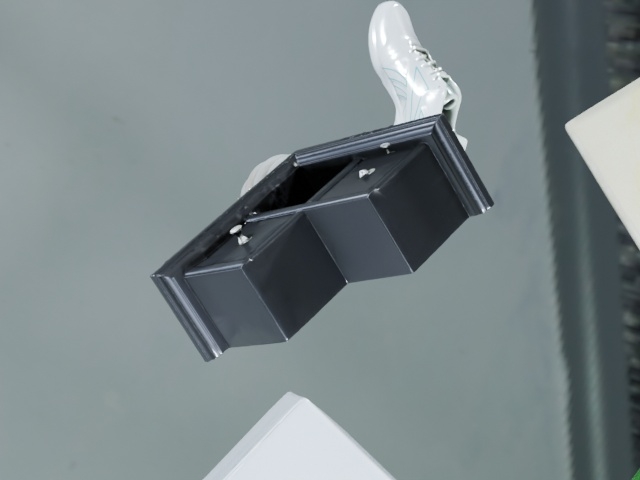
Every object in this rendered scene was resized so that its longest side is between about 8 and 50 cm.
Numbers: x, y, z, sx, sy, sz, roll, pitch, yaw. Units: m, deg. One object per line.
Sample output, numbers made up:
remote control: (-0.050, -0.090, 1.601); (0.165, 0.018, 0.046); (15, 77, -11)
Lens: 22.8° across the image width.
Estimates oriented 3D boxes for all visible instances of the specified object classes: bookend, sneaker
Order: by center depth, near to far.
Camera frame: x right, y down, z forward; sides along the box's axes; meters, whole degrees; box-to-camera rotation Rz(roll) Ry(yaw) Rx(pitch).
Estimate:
bookend: (0.000, 0.000, 1.026); (0.157, 0.156, 0.072); (-43, 110, -34)
sneaker: (0.083, -0.126, 1.287); (0.053, 0.061, 0.152); (-3, 76, -50)

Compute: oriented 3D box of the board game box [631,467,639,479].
board game box: (0.379, 0.274, 1.362); (0.242, 0.064, 0.316); (-46, 121, -30)

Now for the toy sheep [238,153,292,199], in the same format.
toy sheep: (-0.027, -0.044, 1.511); (0.091, 0.132, 0.091); (12, 70, -35)

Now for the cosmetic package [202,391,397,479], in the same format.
cosmetic package: (0.016, 0.243, 1.253); (0.224, 0.224, 0.138); (44, 83, 0)

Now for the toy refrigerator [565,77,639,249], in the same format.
toy refrigerator: (0.221, -0.012, 0.881); (0.094, 0.269, 0.102); (-31, 107, 10)
